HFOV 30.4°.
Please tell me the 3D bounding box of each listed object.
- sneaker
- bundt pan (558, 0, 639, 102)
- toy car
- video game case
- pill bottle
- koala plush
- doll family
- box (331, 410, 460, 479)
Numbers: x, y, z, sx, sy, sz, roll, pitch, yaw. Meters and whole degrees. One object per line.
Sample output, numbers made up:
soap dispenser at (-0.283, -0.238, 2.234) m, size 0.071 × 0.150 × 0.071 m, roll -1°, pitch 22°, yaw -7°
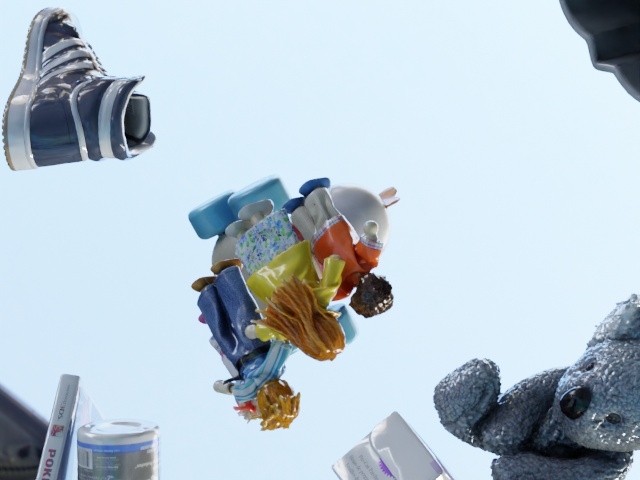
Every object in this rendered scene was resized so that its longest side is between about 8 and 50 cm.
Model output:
sneaker at (-0.261, -0.178, 1.347) m, size 0.153 × 0.099 × 0.282 m, roll -3°, pitch -139°, yaw 2°
bundt pan at (0.339, -0.269, 0.949) m, size 0.124 × 0.331 × 0.331 m, roll -11°, pitch -116°, yaw -30°
toy car at (0.000, 0.000, 1.492) m, size 0.238 × 0.210 × 0.219 m, roll -33°, pitch -80°, yaw -32°
video game case at (-0.242, 0.251, 1.159) m, size 0.023 × 0.201 × 0.183 m, roll 5°, pitch -116°, yaw 6°
pill bottle at (-0.185, 0.239, 1.092) m, size 0.078 × 0.078 × 0.137 m, roll -4°, pitch -86°, yaw -41°
koala plush at (0.265, 0.168, 1.145) m, size 0.203 × 0.221 × 0.196 m, roll 9°, pitch -134°, yaw -40°
doll family at (-0.046, 0.076, 1.045) m, size 0.118 × 0.263 × 0.163 m, roll -3°, pitch -128°, yaw -44°
box at (0.110, 0.236, 0.918) m, size 0.067 × 0.063 × 0.324 m, roll 49°, pitch 178°, yaw 42°
